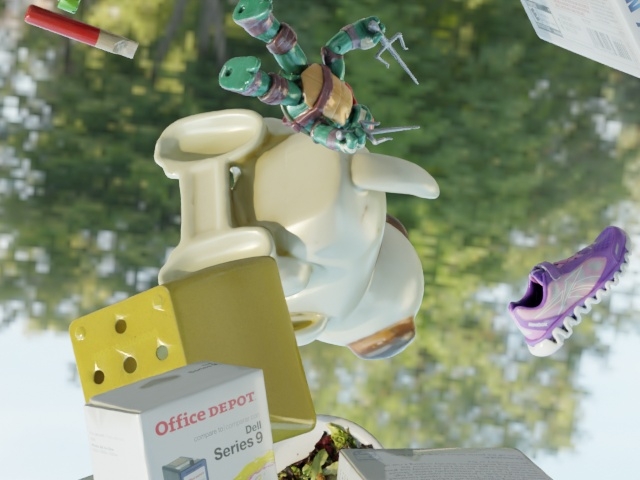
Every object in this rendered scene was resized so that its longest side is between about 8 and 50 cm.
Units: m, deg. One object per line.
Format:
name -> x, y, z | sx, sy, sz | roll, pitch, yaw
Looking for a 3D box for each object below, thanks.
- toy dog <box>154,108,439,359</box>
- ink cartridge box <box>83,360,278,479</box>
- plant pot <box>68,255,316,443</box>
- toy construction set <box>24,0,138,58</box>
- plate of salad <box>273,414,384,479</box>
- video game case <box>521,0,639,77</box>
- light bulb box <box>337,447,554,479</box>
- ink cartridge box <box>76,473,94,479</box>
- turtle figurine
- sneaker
toy dog -> 0.000, 0.000, 2.431 | 0.395, 0.285, 0.408 | -23, 147, 12
ink cartridge box -> -0.122, 0.233, 1.629 | 0.154, 0.212, 0.093 | -16, -168, -43
plant pot -> -0.161, 0.141, 1.986 | 0.212, 0.212, 0.187 | -22, 165, 27
toy construction set -> -0.195, -0.369, 2.117 | 0.237, 0.309, 0.257 | 20, -169, -14
plate of salad -> -0.003, 0.313, 2.152 | 0.199, 0.200, 0.048 | 9, 176, 17
video game case -> 0.221, -0.315, 1.752 | 0.036, 0.300, 0.329 | -31, -162, -3
light bulb box -> 0.155, 0.435, 1.805 | 0.225, 0.358, 0.361 | 0, -167, -16
ink cartridge box -> -0.267, 0.343, 1.886 | 0.176, 0.128, 0.127 | -15, -120, -41
turtle figurine -> 0.004, -0.154, 1.796 | 0.118, 0.175, 0.234 | -31, 138, 34
sneaker -> 0.377, 0.062, 2.695 | 0.104, 0.236, 0.095 | 42, 176, -16
